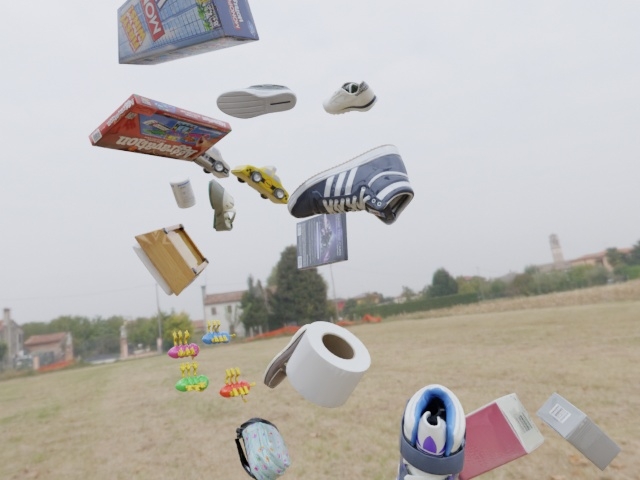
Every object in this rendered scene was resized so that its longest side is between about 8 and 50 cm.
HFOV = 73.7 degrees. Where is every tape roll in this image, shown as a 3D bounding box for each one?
[{"bbox_3d":[0.026,0.420,1.463,0.246,0.246,0.169,4,-60,-51],"label":"tape roll"}]

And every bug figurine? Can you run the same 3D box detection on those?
[{"bbox_3d":[-0.314,0.349,1.213,0.217,0.279,0.072,7,-58,-35],"label":"bug figurine"}]

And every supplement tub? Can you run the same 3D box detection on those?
[{"bbox_3d":[-0.490,-0.175,1.521,0.071,0.107,0.071,-4,35,3],"label":"supplement tub"}]

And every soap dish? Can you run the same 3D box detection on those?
[{"bbox_3d":[-0.502,0.052,1.472,0.118,0.228,0.291,-33,8,1],"label":"soap dish"}]

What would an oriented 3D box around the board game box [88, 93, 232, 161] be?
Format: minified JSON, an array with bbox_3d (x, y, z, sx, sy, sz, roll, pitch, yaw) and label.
[{"bbox_3d":[-0.332,-0.233,0.928,0.145,0.027,0.281,-29,-9,24],"label":"board game box"}]

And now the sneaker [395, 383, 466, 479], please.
[{"bbox_3d":[0.171,0.406,0.725,0.130,0.236,0.322,6,42,27],"label":"sneaker"}]

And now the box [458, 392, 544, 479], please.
[{"bbox_3d":[0.398,0.493,1.056,0.149,0.126,0.232,12,-47,-48],"label":"box"}]

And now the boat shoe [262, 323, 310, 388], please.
[{"bbox_3d":[-0.120,0.513,1.834,0.324,0.097,0.116,-50,-33,-3],"label":"boat shoe"}]

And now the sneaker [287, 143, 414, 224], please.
[{"bbox_3d":[0.066,-0.085,0.935,0.282,0.153,0.099,-27,-27,12],"label":"sneaker"}]

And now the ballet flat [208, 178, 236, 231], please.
[{"bbox_3d":[-0.267,-0.095,1.177,0.068,0.072,0.213,2,-31,-8],"label":"ballet flat"}]

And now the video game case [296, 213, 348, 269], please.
[{"bbox_3d":[0.000,0.000,1.631,0.026,0.195,0.274,9,-16,-41],"label":"video game case"}]

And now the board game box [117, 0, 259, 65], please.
[{"bbox_3d":[-0.186,-0.298,0.511,0.194,0.194,0.060,-11,10,37],"label":"board game box"}]

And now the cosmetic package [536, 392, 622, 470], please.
[{"bbox_3d":[0.804,0.595,1.331,0.107,0.238,0.127,-47,20,-1],"label":"cosmetic package"}]

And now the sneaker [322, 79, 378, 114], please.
[{"bbox_3d":[0.086,-0.491,1.450,0.235,0.090,0.095,7,-25,46],"label":"sneaker"}]

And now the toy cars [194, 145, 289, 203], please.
[{"bbox_3d":[-0.267,-0.233,1.327,0.394,0.087,0.176,24,-14,6],"label":"toy cars"}]

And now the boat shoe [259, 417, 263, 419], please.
[{"bbox_3d":[-0.213,0.679,1.496,0.066,0.066,0.183,-11,-40,-40],"label":"boat shoe"}]

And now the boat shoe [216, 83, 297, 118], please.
[{"bbox_3d":[-0.270,-0.587,1.788,0.336,0.119,0.121,-7,-50,-19],"label":"boat shoe"}]

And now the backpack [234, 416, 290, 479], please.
[{"bbox_3d":[-0.168,0.636,1.294,0.152,0.115,0.182,39,8,-30],"label":"backpack"}]
